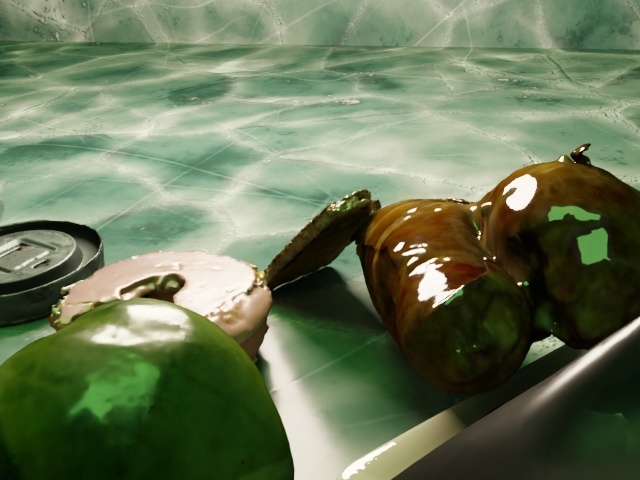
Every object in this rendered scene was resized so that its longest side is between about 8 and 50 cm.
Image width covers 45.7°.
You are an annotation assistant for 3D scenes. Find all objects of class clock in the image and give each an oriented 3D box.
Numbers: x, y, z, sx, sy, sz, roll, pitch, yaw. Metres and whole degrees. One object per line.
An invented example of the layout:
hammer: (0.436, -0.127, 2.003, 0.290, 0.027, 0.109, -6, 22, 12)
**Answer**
clock: (-0.395, 0.038, 0.992, 0.225, 0.049, 0.226, -2, 26, 1)

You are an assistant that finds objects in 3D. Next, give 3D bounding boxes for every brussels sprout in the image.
brussels sprout: (-0.148, 0.170, 0.490, 0.271, 0.219, 0.210, -27, 7, 29)

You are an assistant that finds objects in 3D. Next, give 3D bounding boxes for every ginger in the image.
ginger: (0.158, 0.026, 0.702, 0.254, 0.176, 0.418, -24, 3, -5)

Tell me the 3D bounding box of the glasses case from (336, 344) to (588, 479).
glasses case: (0.166, 0.178, 0.604, 0.312, 0.070, 0.131, -19, 30, -31)

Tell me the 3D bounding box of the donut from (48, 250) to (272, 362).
donut: (-0.159, 0.082, 0.826, 0.232, 0.085, 0.199, 9, 28, 25)

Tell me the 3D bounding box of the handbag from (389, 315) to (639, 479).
handbag: (0.092, 0.220, 0.298, 0.152, 0.342, 0.288, 33, 33, -17)

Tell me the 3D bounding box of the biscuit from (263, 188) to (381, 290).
biscuit: (0.010, -0.006, 0.886, 0.131, 0.026, 0.237, -25, -12, -35)
